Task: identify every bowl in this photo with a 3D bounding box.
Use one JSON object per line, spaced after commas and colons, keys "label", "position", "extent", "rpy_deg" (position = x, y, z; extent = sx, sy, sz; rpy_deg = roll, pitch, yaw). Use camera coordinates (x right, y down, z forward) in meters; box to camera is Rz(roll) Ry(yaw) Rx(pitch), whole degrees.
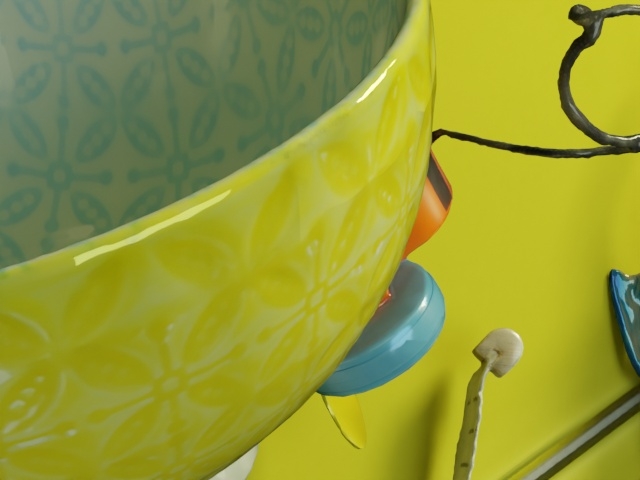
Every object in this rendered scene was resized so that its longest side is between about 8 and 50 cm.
{"label": "bowl", "position": [-0.091, 0.013, 0.527], "extent": [0.289, 0.289, 0.156], "rpy_deg": [-35, 124, -34]}

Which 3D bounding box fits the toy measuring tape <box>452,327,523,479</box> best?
{"label": "toy measuring tape", "position": [0.106, 0.214, 0.810], "extent": [0.121, 0.121, 0.330], "rpy_deg": [15, 83, -40]}

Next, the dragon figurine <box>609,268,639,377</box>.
{"label": "dragon figurine", "position": [0.225, 0.039, 0.929], "extent": [0.085, 0.144, 0.289], "rpy_deg": [-16, 83, -38]}

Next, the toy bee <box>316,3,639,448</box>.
{"label": "toy bee", "position": [0.000, 0.000, 0.713], "extent": [0.298, 0.162, 0.195], "rpy_deg": [-14, 111, -15]}
